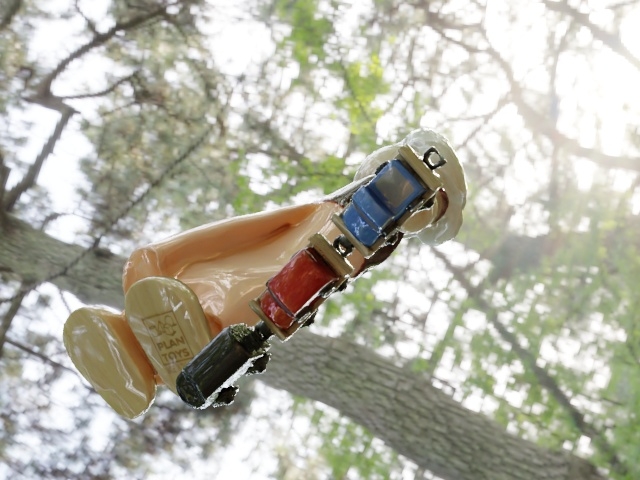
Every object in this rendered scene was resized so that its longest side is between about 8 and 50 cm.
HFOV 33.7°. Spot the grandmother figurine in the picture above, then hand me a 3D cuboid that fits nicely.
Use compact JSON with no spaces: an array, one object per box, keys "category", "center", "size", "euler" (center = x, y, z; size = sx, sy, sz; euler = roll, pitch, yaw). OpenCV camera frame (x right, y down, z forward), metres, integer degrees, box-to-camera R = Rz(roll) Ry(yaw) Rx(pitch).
[{"category":"grandmother figurine","center":[0.000,0.000,0.724],"size":[0.342,0.208,0.104],"euler":[-31,-75,-48]}]

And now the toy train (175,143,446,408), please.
[{"category":"toy train","center":[-0.007,0.018,0.451],"size":[0.158,0.027,0.036],"euler":[-45,-16,16]}]
